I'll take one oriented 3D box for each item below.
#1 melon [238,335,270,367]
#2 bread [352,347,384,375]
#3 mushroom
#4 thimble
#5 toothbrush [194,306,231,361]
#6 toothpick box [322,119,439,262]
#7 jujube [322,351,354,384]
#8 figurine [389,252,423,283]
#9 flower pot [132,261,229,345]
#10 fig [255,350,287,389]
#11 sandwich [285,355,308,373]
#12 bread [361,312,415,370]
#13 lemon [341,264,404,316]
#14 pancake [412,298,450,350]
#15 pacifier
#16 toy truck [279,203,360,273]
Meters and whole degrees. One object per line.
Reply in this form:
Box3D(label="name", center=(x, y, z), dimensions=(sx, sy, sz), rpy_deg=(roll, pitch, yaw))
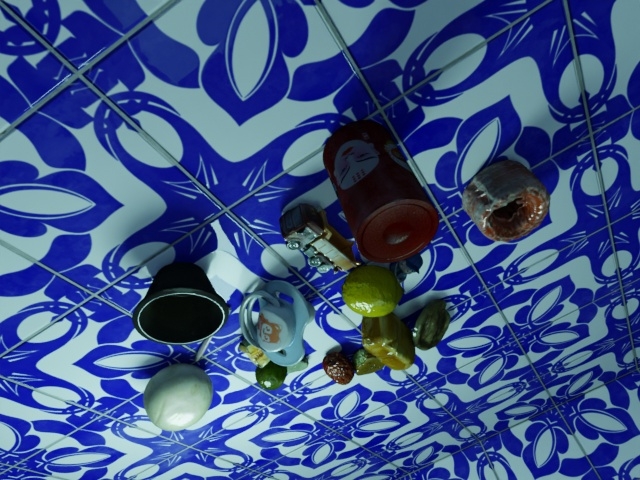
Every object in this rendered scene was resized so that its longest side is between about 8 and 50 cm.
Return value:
Box3D(label="melon", center=(-0.224, 0.383, 1.833), dimensions=(0.128, 0.079, 0.160), rpy_deg=(-33, 136, -11))
Box3D(label="bread", center=(0.200, 0.491, 2.075), dimensions=(0.140, 0.069, 0.127), rpy_deg=(-13, 135, -7))
Box3D(label="mushroom", center=(-0.522, 0.566, 1.835), dimensions=(0.246, 0.202, 0.245), rpy_deg=(0, 90, -30))
Box3D(label="thimble", center=(0.566, -0.117, 1.532), dimensions=(0.240, 0.162, 0.239), rpy_deg=(-10, 136, -10))
Box3D(label="toothbrush", center=(-0.380, 0.332, 1.761), dimensions=(0.030, 0.025, 0.307), rpy_deg=(8, 130, -35))
Box3D(label="toothpick box", center=(0.139, -0.129, 1.260), dimensions=(0.204, 0.333, 0.204), rpy_deg=(-9, 134, -10))
Box3D(label="jujube", center=(0.078, 0.518, 2.034), dimensions=(0.109, 0.112, 0.176), rpy_deg=(-45, 136, -10))
Box3D(label="figurine", center=(0.286, 0.098, 1.713), dimensions=(0.149, 0.086, 0.087), rpy_deg=(-44, 170, 38))
Box3D(label="flower pot", center=(-0.413, 0.172, 1.497), dimensions=(0.269, 0.166, 0.268), rpy_deg=(-8, 137, -7))
Box3D(label="fig", center=(-0.176, 0.482, 1.911), dimensions=(0.123, 0.123, 0.156), rpy_deg=(18, 111, -32))
Box3D(label="sandwich", center=(-0.097, 0.484, 1.994), dimensions=(0.105, 0.035, 0.093), rpy_deg=(-6, 134, -14))
Box3D(label="bread", center=(0.262, 0.373, 1.916), dimensions=(0.132, 0.166, 0.294), rpy_deg=(-11, 142, 26))
Box3D(label="lemon", center=(0.169, 0.166, 1.670), dimensions=(0.180, 0.193, 0.180), rpy_deg=(-52, 162, -24))
Box3D(label="pancake", center=(0.437, 0.336, 1.963), dimensions=(0.223, 0.042, 0.236), rpy_deg=(-33, 133, -29))
Box3D(label="pacifier", center=(-0.113, 0.260, 1.690), dimensions=(0.233, 0.244, 0.299), rpy_deg=(-14, 120, -50))
Box3D(label="toy truck", center=(0.000, 0.000, 1.498), dimensions=(0.135, 0.114, 0.270), rpy_deg=(-33, 134, 19))
